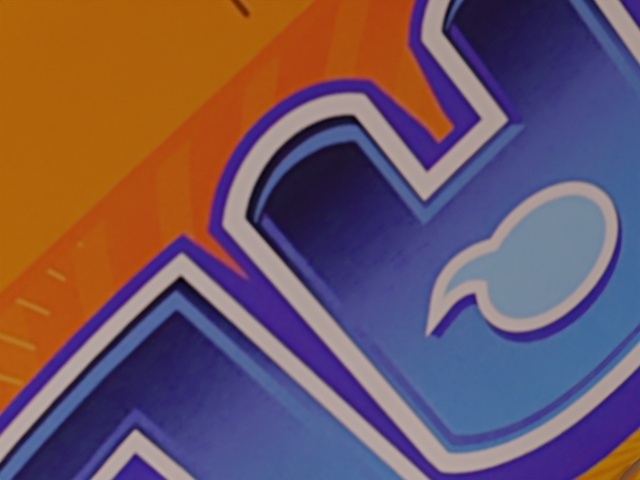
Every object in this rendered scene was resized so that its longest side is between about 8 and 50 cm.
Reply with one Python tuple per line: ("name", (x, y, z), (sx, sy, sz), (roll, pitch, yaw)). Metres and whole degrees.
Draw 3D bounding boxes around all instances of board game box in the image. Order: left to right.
("board game box", (0.007, 0.002, 0.568), (0.356, 0.356, 0.356), (-44, 26, -7))
